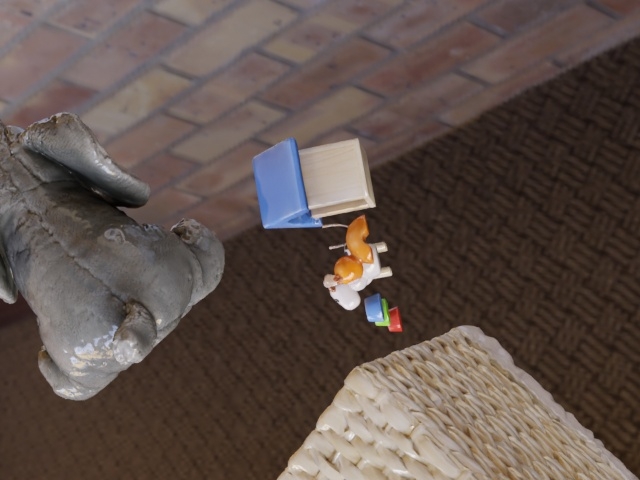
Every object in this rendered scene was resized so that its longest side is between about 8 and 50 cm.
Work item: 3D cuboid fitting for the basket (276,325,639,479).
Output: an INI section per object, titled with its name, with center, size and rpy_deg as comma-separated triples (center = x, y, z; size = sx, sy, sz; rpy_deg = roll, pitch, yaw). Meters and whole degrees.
[basket]
center = 0.130, 0.319, 1.406
size = 0.331, 0.266, 0.328
rpy_deg = 44, 114, 25

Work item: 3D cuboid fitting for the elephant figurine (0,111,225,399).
[elephant figurine]
center = -0.199, -0.014, 0.910
size = 0.239, 0.169, 0.186
rpy_deg = 49, 134, -3

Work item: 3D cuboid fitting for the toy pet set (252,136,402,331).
[toy pet set]
center = 0.000, 0.000, 0.719
size = 0.065, 0.122, 0.114
rpy_deg = -11, 80, 7
